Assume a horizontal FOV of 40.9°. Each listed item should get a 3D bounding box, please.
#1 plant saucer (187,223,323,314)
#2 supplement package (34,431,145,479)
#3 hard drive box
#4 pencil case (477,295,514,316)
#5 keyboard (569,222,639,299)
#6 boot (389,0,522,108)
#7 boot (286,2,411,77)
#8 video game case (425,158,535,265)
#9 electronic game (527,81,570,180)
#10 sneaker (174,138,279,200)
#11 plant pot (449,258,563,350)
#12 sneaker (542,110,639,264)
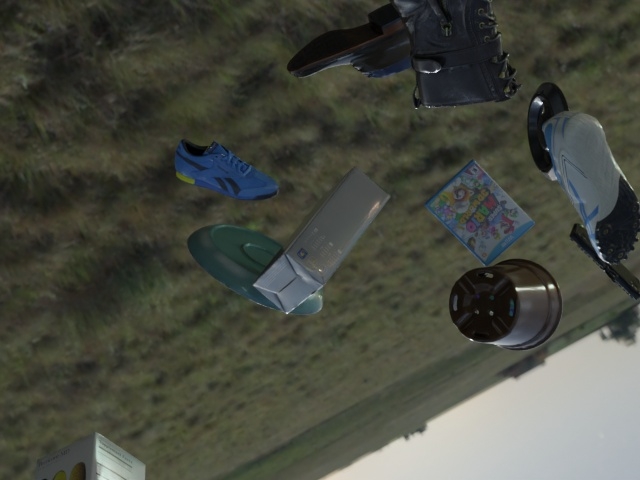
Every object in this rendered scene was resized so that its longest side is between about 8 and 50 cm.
[{"bbox_3d":[-0.126,0.048,1.804,0.317,0.317,0.044,-5,127,-60],"label":"plant saucer"},{"bbox_3d":[-0.384,0.465,1.401,0.139,0.244,0.134,-28,131,16],"label":"supplement package"},{"bbox_3d":[0.000,0.000,1.552,0.232,0.089,0.181,-53,-174,-30],"label":"hard drive box"},{"bbox_3d":[0.352,0.121,1.749,0.064,0.151,0.070,-66,177,-45],"label":"pencil case"},{"bbox_3d":[0.562,0.045,1.694,0.023,0.180,0.108,-48,178,26],"label":"keyboard"},{"bbox_3d":[0.201,-0.277,1.055,0.263,0.229,0.091,-7,-145,35],"label":"boot"},{"bbox_3d":[0.060,-0.292,1.397,0.219,0.082,0.106,-25,131,1],"label":"boot"},{"bbox_3d":[0.288,-0.049,1.551,0.119,0.166,0.015,-44,-167,13],"label":"video game case"},{"bbox_3d":[0.538,-0.255,2.008,0.048,0.229,0.229,-7,164,-6],"label":"electronic game"},{"bbox_3d":[-0.176,-0.135,1.610,0.069,0.209,0.082,-59,163,-56],"label":"sneaker"},{"bbox_3d":[0.309,0.110,1.476,0.167,0.167,0.165,-35,158,26],"label":"plant pot"},{"bbox_3d":[0.384,-0.076,1.215,0.085,0.237,0.086,-29,-163,-9],"label":"sneaker"}]
